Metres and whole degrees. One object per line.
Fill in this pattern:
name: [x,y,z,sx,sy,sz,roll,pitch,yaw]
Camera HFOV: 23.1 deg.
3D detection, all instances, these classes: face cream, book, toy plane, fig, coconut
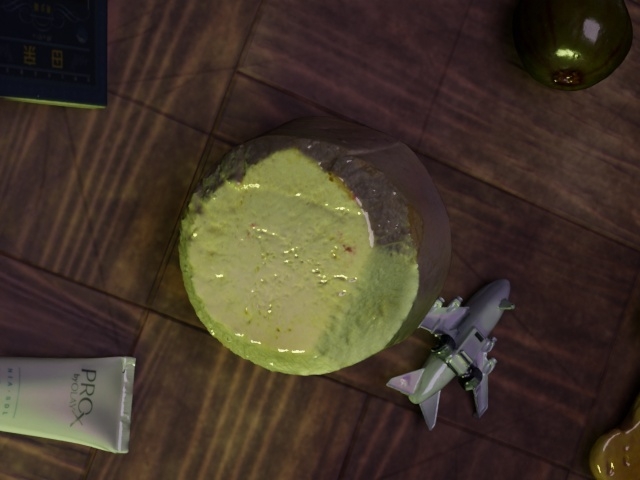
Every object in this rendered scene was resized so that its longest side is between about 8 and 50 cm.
face cream: [-0.288,0.142,1.438,0.244,0.058,0.092,8,83,-27]
book: [-0.258,-0.258,1.403,0.191,0.025,0.269,0,90,-57]
toy plane: [0.142,0.105,1.595,0.171,0.065,0.162,-47,117,-9]
fig: [0.278,-0.267,1.625,0.124,0.124,0.236,29,66,-19]
coconut: [0.000,0.000,1.455,0.239,0.244,0.239,2,97,17]

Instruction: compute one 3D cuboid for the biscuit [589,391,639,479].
biscuit: [0.434,0.138,1.699,0.216,0.047,0.339,24,90,-21]
